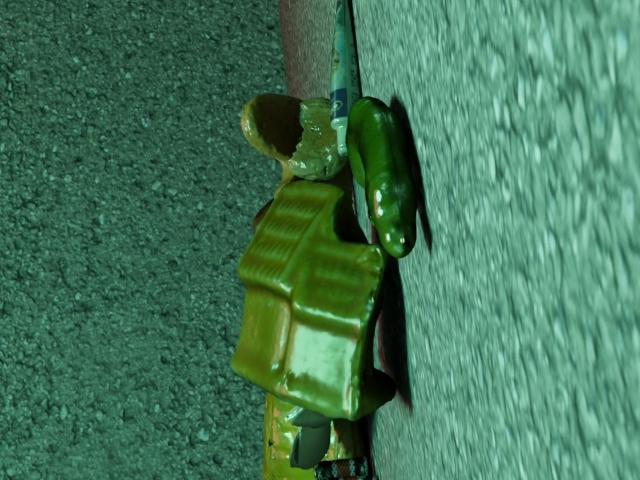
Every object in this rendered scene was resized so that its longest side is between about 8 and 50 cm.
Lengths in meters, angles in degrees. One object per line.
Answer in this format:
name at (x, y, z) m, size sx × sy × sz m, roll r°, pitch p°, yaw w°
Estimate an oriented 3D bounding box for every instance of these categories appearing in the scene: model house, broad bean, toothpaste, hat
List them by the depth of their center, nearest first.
broad bean at (0.056, -0.063, 1.082) m, size 0.292 × 0.049 × 0.144 m, roll -109°, pitch 7°, yaw -85°
model house at (0.012, 0.057, 1.280) m, size 0.268 × 0.173 × 0.239 m, roll 12°, pitch 97°, yaw 58°
toothpaste at (0.029, -0.205, 1.401) m, size 0.062 × 0.037 × 0.216 m, roll 92°, pitch 177°, yaw -75°
hat at (0.017, 0.208, 1.637) m, size 0.219 × 0.164 × 0.226 m, roll -91°, pitch -21°, yaw -46°

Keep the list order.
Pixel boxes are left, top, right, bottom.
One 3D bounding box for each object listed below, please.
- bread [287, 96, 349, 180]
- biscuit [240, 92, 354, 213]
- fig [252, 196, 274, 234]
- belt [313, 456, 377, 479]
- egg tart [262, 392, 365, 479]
bread at (0.006, -0.128, 1.524) m, size 0.060 × 0.082 × 0.113 m, roll 61°, pitch -139°, yaw -66°
biscuit at (-0.032, -0.098, 1.563) m, size 0.036 × 0.186 × 0.192 m, roll -19°, pitch 70°, yaw 42°
fig at (0.000, 0.000, 1.818) m, size 0.201 × 0.146 × 0.134 m, roll 46°, pitch -179°, yaw -1°
belt at (0.048, 0.495, 1.680) m, size 0.126 × 0.094 × 0.359 m, roll 177°, pitch 87°, yaw -86°
egg tart at (-0.011, 0.312, 1.918) m, size 0.388 × 0.169 × 0.387 m, roll 180°, pitch 90°, yaw -85°
